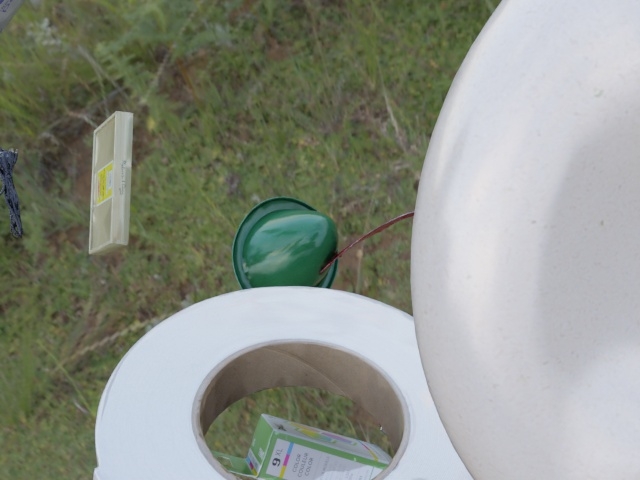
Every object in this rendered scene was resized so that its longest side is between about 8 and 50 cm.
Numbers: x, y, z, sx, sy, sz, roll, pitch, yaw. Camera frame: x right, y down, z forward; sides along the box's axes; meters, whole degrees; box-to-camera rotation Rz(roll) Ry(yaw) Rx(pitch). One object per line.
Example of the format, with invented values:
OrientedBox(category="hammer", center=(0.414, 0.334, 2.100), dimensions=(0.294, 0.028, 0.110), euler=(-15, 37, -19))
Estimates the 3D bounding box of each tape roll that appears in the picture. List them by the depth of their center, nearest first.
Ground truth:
OrientedBox(category="tape roll", center=(-0.021, 0.191, 0.889), dimensions=(0.392, 0.072, 0.392), euler=(4, 37, -3))

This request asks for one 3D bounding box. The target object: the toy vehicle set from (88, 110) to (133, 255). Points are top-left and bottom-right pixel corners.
OrientedBox(category="toy vehicle set", center=(-0.425, -0.112, 1.862), dimensions=(0.035, 0.166, 0.267), euler=(5, 81, -28))

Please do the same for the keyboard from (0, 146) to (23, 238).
OrientedBox(category="keyboard", center=(-0.572, -0.064, 1.481), dimensions=(0.033, 0.201, 0.317), euler=(-26, 73, 46))

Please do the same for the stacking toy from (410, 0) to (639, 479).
OrientedBox(category="stacking toy", center=(0.175, -0.035, 0.592), dimensions=(0.350, 0.350, 0.480), euler=(-27, 15, -4))

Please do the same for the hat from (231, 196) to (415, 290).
OrientedBox(category="hat", center=(0.000, 0.000, 1.293), dimensions=(0.208, 0.173, 0.183), euler=(-56, 19, -26))

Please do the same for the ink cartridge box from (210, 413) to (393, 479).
OrientedBox(category="ink cartridge box", center=(-0.024, 0.248, 1.060), dimensions=(0.209, 0.109, 0.062), euler=(18, 86, -10))

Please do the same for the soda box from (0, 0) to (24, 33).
OrientedBox(category="soda box", center=(-0.390, -0.329, 1.036), dimensions=(0.098, 0.286, 0.091), euler=(34, 79, -10))

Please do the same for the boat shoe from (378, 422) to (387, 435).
OrientedBox(category="boat shoe", center=(0.117, 0.288, 1.518), dimensions=(0.049, 0.133, 0.042), euler=(15, 96, 3))
